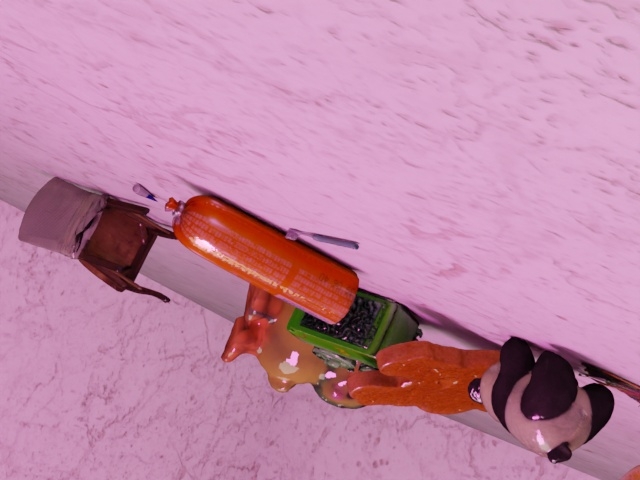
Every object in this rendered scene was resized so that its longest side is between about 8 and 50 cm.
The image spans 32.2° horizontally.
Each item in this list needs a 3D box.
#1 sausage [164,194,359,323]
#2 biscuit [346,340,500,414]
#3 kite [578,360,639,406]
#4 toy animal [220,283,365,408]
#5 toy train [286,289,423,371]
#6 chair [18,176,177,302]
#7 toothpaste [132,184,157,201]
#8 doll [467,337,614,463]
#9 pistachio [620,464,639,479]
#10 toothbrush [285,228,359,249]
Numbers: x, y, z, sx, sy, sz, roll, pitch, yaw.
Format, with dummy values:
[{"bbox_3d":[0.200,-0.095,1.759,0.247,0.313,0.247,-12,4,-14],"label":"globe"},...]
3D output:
[{"bbox_3d":[-0.093,0.019,1.634,0.312,0.093,0.093,28,170,-21],"label":"sausage"},{"bbox_3d":[0.215,0.227,1.823,0.334,0.047,0.202,10,145,-23],"label":"biscuit"},{"bbox_3d":[0.457,0.227,1.617,0.183,0.014,0.241,18,170,42],"label":"kite"},{"bbox_3d":[-0.010,0.198,2.168,0.338,0.216,0.191,23,-161,-10],"label":"toy animal"},{"bbox_3d":[0.063,0.157,1.907,0.243,0.132,0.188,16,163,34],"label":"toy train"},{"bbox_3d":[-0.420,-0.002,2.177,0.319,0.160,0.186,13,164,42],"label":"chair"},{"bbox_3d":[-0.293,-0.078,1.855,0.024,0.015,0.083,31,178,13],"label":"toothpaste"},{"bbox_3d":[0.313,0.229,1.607,0.143,0.135,0.234,34,177,-22],"label":"doll"},{"bbox_3d":[0.681,0.510,1.972,0.309,0.230,0.230,26,171,-9],"label":"pistachio"},{"bbox_3d":[0.000,0.000,1.515,0.011,0.014,0.167,41,164,-32],"label":"toothbrush"}]
